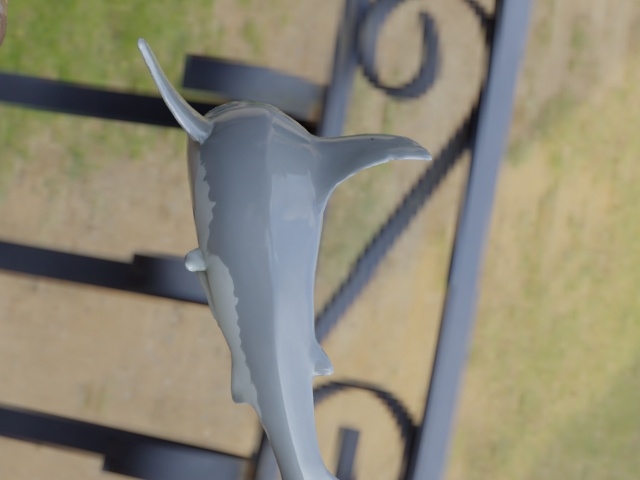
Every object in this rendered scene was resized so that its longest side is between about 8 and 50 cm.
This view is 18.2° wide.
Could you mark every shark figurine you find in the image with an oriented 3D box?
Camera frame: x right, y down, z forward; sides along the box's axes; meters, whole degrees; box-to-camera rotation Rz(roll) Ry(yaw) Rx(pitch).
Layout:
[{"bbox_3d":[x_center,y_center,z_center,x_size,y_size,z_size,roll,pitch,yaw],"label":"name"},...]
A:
[{"bbox_3d":[0.000,0.006,0.859,0.166,0.116,0.278,69,5,-47],"label":"shark figurine"}]

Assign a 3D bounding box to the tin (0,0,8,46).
[{"bbox_3d":[-0.177,-0.074,0.536,0.106,0.189,0.040,123,-34,-50],"label":"tin"}]
